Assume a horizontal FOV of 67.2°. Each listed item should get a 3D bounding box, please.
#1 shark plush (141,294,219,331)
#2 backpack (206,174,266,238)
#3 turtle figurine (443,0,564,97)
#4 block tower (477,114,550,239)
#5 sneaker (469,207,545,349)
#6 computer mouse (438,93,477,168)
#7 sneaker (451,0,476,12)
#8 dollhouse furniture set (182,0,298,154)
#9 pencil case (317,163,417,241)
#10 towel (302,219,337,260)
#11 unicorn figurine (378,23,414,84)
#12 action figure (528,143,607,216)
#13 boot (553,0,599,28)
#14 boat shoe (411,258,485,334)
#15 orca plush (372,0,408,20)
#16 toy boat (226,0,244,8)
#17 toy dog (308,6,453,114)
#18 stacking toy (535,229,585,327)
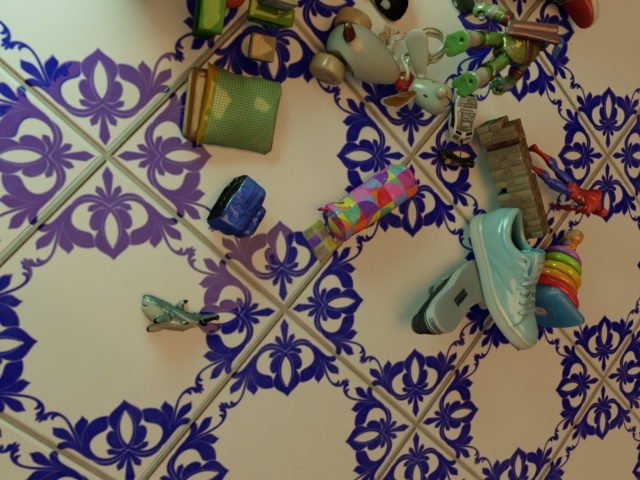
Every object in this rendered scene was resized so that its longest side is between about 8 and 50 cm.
[{"bbox_3d":[-0.290,0.151,1.006,0.161,0.073,0.067,4,62,-18],"label":"shark plush"},{"bbox_3d":[-0.168,-0.071,1.017,0.101,0.098,0.120,37,67,-30],"label":"backpack"},{"bbox_3d":[0.386,-0.438,1.131,0.266,0.274,0.198,-26,141,-28],"label":"turtle figurine"},{"bbox_3d":[0.514,-0.156,1.272,0.097,0.091,0.335,-37,110,-48],"label":"block tower"},{"bbox_3d":[0.496,0.090,1.212,0.135,0.150,0.366,-11,81,-42],"label":"sneaker"},{"bbox_3d":[0.362,-0.287,1.246,0.106,0.042,0.193,4,98,-18],"label":"computer mouse"},{"bbox_3d":[0.339,-0.663,1.200,0.178,0.072,0.077,50,64,-26],"label":"sneaker"},{"bbox_3d":[-0.154,-0.323,0.944,0.197,0.151,0.302,5,103,-22],"label":"dollhouse furniture set"},{"bbox_3d":[0.114,-0.092,1.129,0.236,0.104,0.104,-32,105,-18],"label":"pencil case"},{"bbox_3d":[0.000,0.000,1.134,0.060,0.009,0.083,-37,107,-15],"label":"towel"},{"bbox_3d":[0.190,-0.431,1.159,0.162,0.060,0.111,36,90,-6],"label":"unicorn figurine"},{"bbox_3d":[0.676,-0.149,1.367,0.280,0.139,0.091,36,83,2],"label":"action figure"},{"bbox_3d":[0.638,-0.662,1.307,0.176,0.088,0.244,-35,98,-16],"label":"boot"},{"bbox_3d":[0.337,0.148,1.232,0.306,0.105,0.113,-39,97,-40],"label":"boat shoe"},{"bbox_3d":[0.149,-0.662,1.094,0.151,0.102,0.287,-11,98,-21],"label":"orca plush"},{"bbox_3d":[-0.181,-0.549,0.967,0.231,0.151,0.151,-16,130,-20],"label":"toy boat"},{"bbox_3d":[0.145,-0.392,1.045,0.333,0.161,0.220,4,93,-6],"label":"toy dog"},{"bbox_3d":[0.671,0.080,1.353,0.166,0.175,0.302,44,67,-18],"label":"stacking toy"}]
